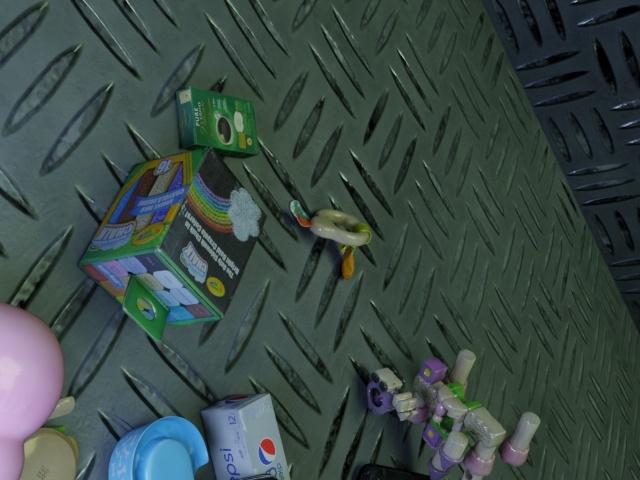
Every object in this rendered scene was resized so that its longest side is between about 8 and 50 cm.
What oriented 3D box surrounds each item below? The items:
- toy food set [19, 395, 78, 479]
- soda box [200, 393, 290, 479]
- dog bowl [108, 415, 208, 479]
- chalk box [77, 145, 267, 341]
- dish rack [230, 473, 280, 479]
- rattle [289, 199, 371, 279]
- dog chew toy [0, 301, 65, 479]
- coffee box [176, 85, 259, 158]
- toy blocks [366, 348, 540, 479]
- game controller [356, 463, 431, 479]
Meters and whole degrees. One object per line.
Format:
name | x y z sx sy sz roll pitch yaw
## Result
toy food set | -0.396 0.323 1.231 0.132 0.038 0.192 -7 93 -48
soda box | -0.118 0.418 1.543 0.091 0.098 0.286 -19 97 -53
dog bowl | -0.247 0.426 1.378 0.166 0.074 0.297 -9 90 -55
chalk box | -0.242 0.022 1.399 0.180 0.179 0.289 53 44 -35
dish rack | -0.120 0.524 1.395 0.208 0.074 0.272 4 83 -46
rattle | 0.000 0.000 1.879 0.199 0.143 0.130 1 48 -40
dog chew toy | -0.440 0.238 1.051 0.206 0.206 0.332 36 62 -45
coffee box | -0.192 -0.219 1.649 0.184 0.040 0.113 0 81 -55
toy blocks | 0.271 0.445 1.981 0.308 0.288 0.260 -7 129 -36
game controller | 0.170 0.597 1.958 0.319 0.067 0.167 28 74 -48
